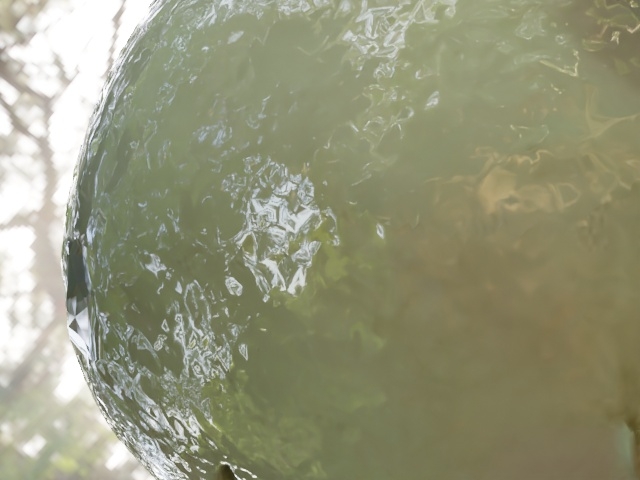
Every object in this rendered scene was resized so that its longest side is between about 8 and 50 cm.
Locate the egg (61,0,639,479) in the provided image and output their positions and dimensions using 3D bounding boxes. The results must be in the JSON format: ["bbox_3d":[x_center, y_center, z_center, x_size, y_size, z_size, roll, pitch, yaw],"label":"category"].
[{"bbox_3d":[0.000,0.000,0.653,0.201,0.337,0.337,-13,-38,-21],"label":"egg"}]
